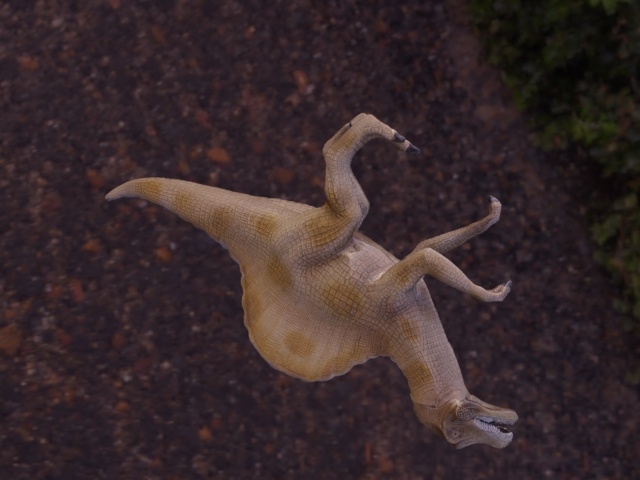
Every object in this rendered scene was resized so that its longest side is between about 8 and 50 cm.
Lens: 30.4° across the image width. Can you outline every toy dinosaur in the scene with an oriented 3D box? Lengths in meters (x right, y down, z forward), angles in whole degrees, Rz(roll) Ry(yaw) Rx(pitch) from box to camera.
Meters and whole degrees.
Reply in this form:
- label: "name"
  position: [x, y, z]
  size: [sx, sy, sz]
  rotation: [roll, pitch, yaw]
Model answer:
- label: "toy dinosaur"
  position: [0.000, 0.000, 0.414]
  size: [0.092, 0.183, 0.053]
  rotation: [-57, 163, 4]
